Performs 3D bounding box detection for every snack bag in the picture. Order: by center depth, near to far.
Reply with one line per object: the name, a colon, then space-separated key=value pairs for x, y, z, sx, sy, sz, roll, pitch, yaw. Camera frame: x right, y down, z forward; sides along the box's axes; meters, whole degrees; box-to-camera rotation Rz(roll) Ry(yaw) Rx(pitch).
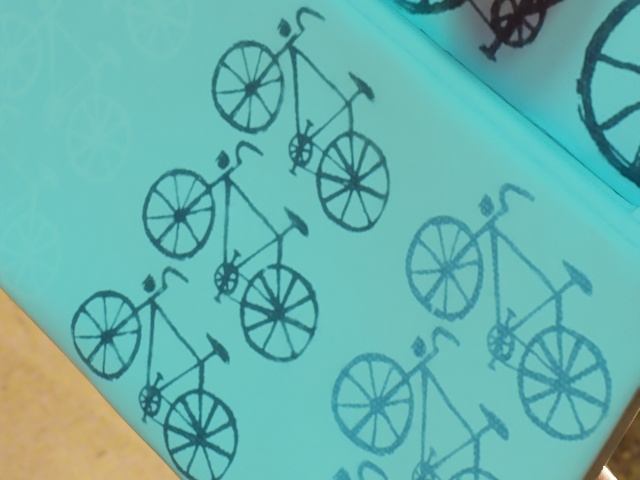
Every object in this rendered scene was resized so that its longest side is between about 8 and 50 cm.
snack bag: x=0.015 y=-0.075 z=0.555 sx=0.037 sy=0.343 sz=0.323 roll=3 pitch=32 yaw=-50

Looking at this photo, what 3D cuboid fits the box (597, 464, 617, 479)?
box: x=0.107 y=0.187 z=0.797 sx=0.203 sy=0.103 sz=0.114 roll=51 pitch=30 yaw=-39
